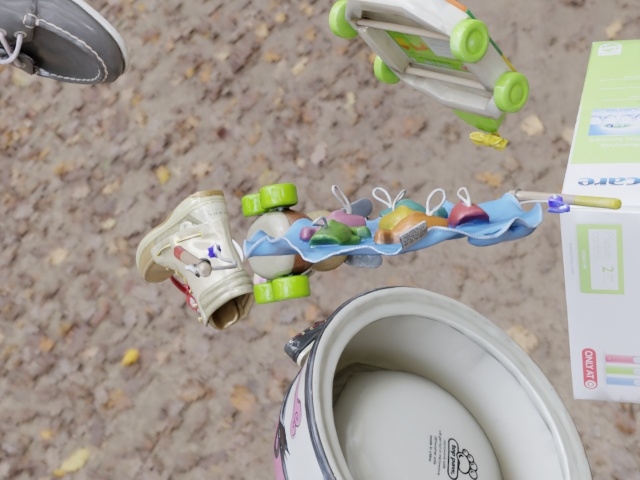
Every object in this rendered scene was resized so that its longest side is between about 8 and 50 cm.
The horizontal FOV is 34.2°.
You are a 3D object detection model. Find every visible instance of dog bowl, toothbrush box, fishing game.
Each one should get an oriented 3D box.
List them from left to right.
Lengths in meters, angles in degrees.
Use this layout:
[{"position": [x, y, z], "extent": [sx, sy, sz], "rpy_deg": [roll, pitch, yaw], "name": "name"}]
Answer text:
[{"position": [0.042, -0.016, 0.640], "extent": [0.264, 0.041, 0.189], "rpy_deg": [-9, 7, -12], "name": "fishing game"}, {"position": [0.124, 0.263, 1.240], "extent": [0.150, 0.408, 0.407], "rpy_deg": [-47, 35, 40], "name": "dog bowl"}, {"position": [0.290, -0.025, 0.917], "extent": [0.122, 0.206, 0.283], "rpy_deg": [0, 37, 19], "name": "toothbrush box"}]

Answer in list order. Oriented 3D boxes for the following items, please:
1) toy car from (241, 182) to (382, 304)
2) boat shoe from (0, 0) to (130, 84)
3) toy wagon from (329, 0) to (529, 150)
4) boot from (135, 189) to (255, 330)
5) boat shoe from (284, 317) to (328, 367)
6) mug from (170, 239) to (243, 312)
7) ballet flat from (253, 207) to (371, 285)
[{"position": [0.000, 0.000, 1.463], "extent": [0.149, 0.189, 0.154], "rpy_deg": [163, 100, -66], "name": "toy car"}, {"position": [-0.348, -0.229, 1.009], "extent": [0.335, 0.112, 0.095], "rpy_deg": [32, 58, 2], "name": "boat shoe"}, {"position": [0.175, -0.247, 1.486], "extent": [0.267, 0.344, 0.068], "rpy_deg": [24, 79, 47], "name": "toy wagon"}, {"position": [-0.206, 0.062, 1.717], "extent": [0.262, 0.095, 0.203], "rpy_deg": [-40, 65, 43], "name": "boot"}, {"position": [0.005, 0.134, 1.538], "extent": [0.133, 0.049, 0.042], "rpy_deg": [-35, 56, -26], "name": "boat shoe"}, {"position": [-0.261, 0.074, 2.330], "extent": [0.150, 0.169, 0.113], "rpy_deg": [21, 49, -1], "name": "mug"}, {"position": [-0.009, 0.010, 1.628], "extent": [0.222, 0.076, 0.079], "rpy_deg": [-33, 2, -26], "name": "ballet flat"}]
